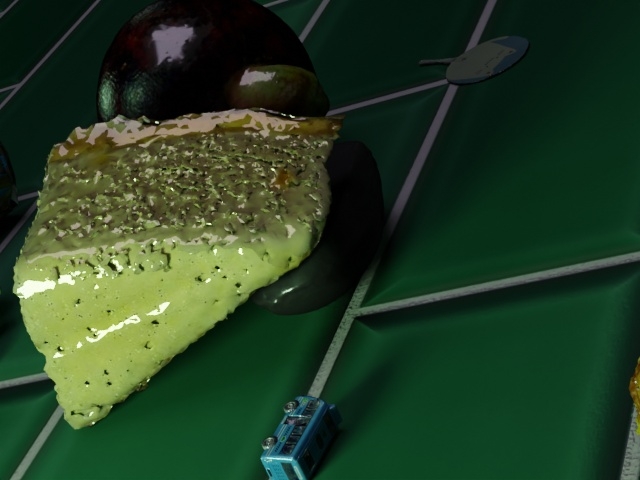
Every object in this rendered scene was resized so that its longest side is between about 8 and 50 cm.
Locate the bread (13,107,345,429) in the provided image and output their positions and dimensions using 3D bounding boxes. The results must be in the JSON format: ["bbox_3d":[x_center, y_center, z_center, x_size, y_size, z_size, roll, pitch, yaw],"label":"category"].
[{"bbox_3d":[-0.135,0.031,1.555,0.315,0.279,0.248,2,37,5],"label":"bread"}]

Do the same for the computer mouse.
[{"bbox_3d":[0.000,0.000,1.580,0.137,0.086,0.270,-26,26,23],"label":"computer mouse"}]

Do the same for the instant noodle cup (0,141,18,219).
[{"bbox_3d":[-0.555,-0.075,2.130,0.240,0.240,0.178,1,29,45],"label":"instant noodle cup"}]

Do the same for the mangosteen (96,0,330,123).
[{"bbox_3d":[-0.127,-0.160,1.799,0.288,0.288,0.288,-22,26,11],"label":"mangosteen"}]

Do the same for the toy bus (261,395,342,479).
[{"bbox_3d":[-0.017,0.176,1.326,0.046,0.038,0.083,-3,35,32],"label":"toy bus"}]

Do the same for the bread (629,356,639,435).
[{"bbox_3d":[0.295,0.124,1.045,0.132,0.103,0.172,-22,23,3],"label":"bread"}]

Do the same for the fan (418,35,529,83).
[{"bbox_3d":[0.190,-0.231,1.930,0.175,0.005,0.113,5,40,48],"label":"fan"}]
